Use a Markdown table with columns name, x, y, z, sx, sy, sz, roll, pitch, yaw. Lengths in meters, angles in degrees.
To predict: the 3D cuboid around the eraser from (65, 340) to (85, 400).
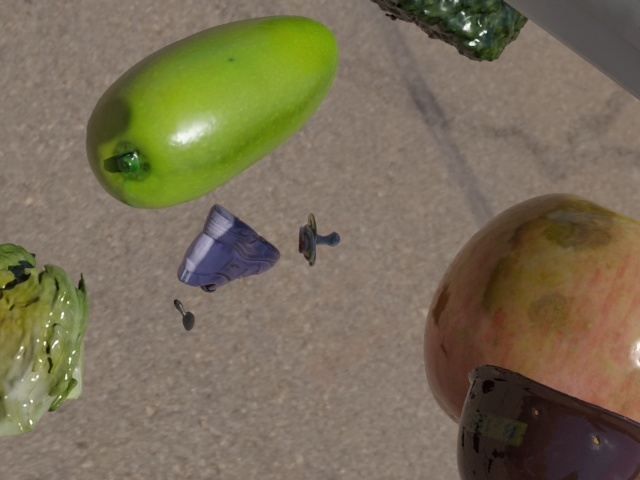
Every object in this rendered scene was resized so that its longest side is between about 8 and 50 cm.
| name | x | y | z | sx | sy | sz | roll | pitch | yaw |
| --- | --- | --- | --- | --- | --- | --- | --- | --- | --- |
| eraser | -0.422 | 0.188 | 1.556 | 0.117 | 0.172 | 0.058 | -3 | 106 | -10 |

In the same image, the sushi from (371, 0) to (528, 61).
| name | x | y | z | sx | sy | sz | roll | pitch | yaw |
| --- | --- | --- | --- | --- | --- | --- | --- | --- | --- |
| sushi | 0.095 | -0.366 | 1.191 | 0.294 | 0.352 | 0.178 | 24 | 103 | -42 |

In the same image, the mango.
| name | x | y | z | sx | sy | sz | roll | pitch | yaw |
| --- | --- | --- | --- | --- | --- | --- | --- | --- | --- |
| mango | -0.106 | -0.151 | 1.103 | 0.343 | 0.192 | 0.156 | -35 | 107 | -36 |

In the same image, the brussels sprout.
| name | x | y | z | sx | sy | sz | roll | pitch | yaw |
| --- | --- | --- | --- | --- | --- | --- | --- | --- | --- |
| brussels sprout | -0.284 | 0.091 | 0.932 | 0.139 | 0.100 | 0.180 | 5 | 80 | -8 |

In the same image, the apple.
| name | x | y | z | sx | sy | sz | roll | pitch | yaw |
| --- | --- | --- | --- | --- | --- | --- | --- | --- | --- |
| apple | 0.313 | 0.112 | 1.294 | 0.364 | 0.364 | 0.363 | 14 | 66 | -33 |

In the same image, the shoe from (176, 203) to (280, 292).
| name | x | y | z | sx | sy | sz | roll | pitch | yaw |
| --- | --- | --- | --- | --- | --- | --- | --- | --- | --- |
| shoe | -0.154 | 0.034 | 1.693 | 0.095 | 0.245 | 0.137 | 39 | 88 | 20 |

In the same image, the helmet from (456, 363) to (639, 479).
| name | x | y | z | sx | sy | sz | roll | pitch | yaw |
| --- | --- | --- | --- | --- | --- | --- | --- | --- | --- |
| helmet | 0.177 | 0.180 | 0.794 | 0.155 | 0.175 | 0.106 | 42 | 65 | -38 |

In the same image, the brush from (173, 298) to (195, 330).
| name | x | y | z | sx | sy | sz | roll | pitch | yaw |
| --- | --- | --- | --- | --- | --- | --- | --- | --- | --- |
| brush | -0.188 | 0.102 | 1.407 | 0.024 | 0.008 | 0.083 | -61 | 156 | -24 |

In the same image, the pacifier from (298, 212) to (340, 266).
| name | x | y | z | sx | sy | sz | roll | pitch | yaw |
| --- | --- | --- | --- | --- | --- | --- | --- | --- | --- |
| pacifier | 0.000 | 0.000 | 1.540 | 0.064 | 0.068 | 0.083 | -3 | 114 | -14 |

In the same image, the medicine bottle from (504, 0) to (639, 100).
| name | x | y | z | sx | sy | sz | roll | pitch | yaw |
| --- | --- | --- | --- | --- | --- | --- | --- | --- | --- |
| medicine bottle | 0.137 | -0.176 | 0.465 | 0.296 | 0.161 | 0.111 | 37 | 39 | 7 |
